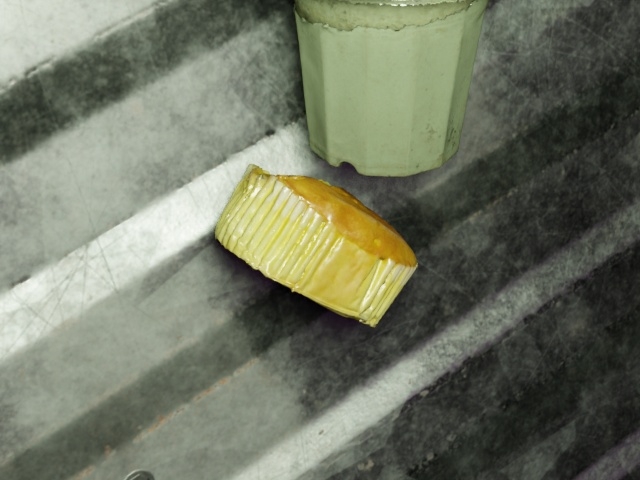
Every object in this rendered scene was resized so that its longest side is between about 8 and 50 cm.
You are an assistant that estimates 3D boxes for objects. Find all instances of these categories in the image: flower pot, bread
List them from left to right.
[{"bbox_3d":[0.000,0.000,1.428,0.250,0.179,0.133,29,98,-25],"label":"bread"},{"bbox_3d":[0.073,-0.227,1.364,0.290,0.290,0.259,-15,126,-26],"label":"flower pot"}]
